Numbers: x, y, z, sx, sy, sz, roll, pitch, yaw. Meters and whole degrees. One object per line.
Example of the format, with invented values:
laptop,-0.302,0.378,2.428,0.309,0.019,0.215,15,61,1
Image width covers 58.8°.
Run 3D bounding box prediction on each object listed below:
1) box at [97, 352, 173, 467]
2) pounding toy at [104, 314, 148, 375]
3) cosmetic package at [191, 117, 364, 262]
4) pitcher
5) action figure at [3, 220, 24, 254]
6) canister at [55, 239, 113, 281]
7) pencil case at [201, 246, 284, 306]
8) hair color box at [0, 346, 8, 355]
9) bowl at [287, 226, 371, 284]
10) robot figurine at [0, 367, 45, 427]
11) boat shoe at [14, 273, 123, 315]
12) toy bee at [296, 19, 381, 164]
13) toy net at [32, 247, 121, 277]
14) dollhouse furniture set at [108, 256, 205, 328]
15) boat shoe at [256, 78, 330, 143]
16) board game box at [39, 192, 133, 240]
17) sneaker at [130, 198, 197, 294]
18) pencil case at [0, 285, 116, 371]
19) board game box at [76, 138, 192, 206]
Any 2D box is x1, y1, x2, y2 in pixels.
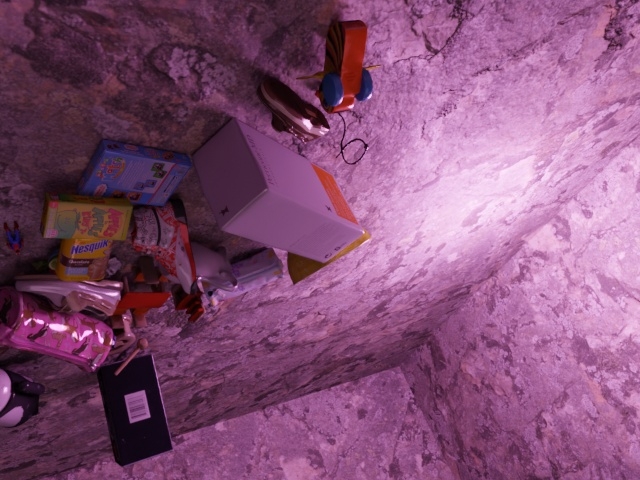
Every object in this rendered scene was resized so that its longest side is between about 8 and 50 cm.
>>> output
box,-0.673,0.608,2.040,0.178,0.344,0.312,-11,167,-25
pounding toy,-0.685,0.345,1.853,0.269,0.155,0.154,-5,151,-35
cosmetic package,-0.094,-0.110,1.473,0.161,0.230,0.453,-37,152,21
pitcher,-0.349,0.082,1.651,0.207,0.178,0.126,6,123,-47
action figure,-0.726,0.000,1.347,0.038,0.030,0.115,-17,154,-28
canister,-0.575,0.015,1.398,0.126,0.073,0.170,-1,126,-40
pencil case,-0.256,0.117,1.861,0.272,0.114,0.124,-22,175,-10
hair color box,-0.948,0.288,1.415,0.174,0.105,0.347,-40,175,3
bowl,0.000,0.000,1.790,0.289,0.156,0.289,-30,179,0
robot figurine,-1.027,0.509,1.828,0.209,0.173,0.278,-54,158,-16
boat shoe,-0.671,0.148,1.533,0.113,0.104,0.302,0,171,37
toy bee,0.030,-0.347,1.279,0.195,0.162,0.299,6,116,-33
toy net,-0.642,0.076,1.533,0.122,0.045,0.232,-36,152,19
dollhouse furniture set,-0.494,0.182,1.748,0.259,0.135,0.262,5,140,-45
boat shoe,-0.076,-0.285,1.328,0.095,0.095,0.257,-31,154,23
board game box,-0.528,-0.052,1.287,0.181,0.043,0.092,2,117,-39
sneaker,-0.413,0.030,1.493,0.144,0.090,0.270,-12,113,-17
pencil case,-0.757,0.255,1.590,0.167,0.160,0.386,9,160,27
board game box,-0.430,-0.150,1.319,0.211,0.039,0.160,4,141,-45
